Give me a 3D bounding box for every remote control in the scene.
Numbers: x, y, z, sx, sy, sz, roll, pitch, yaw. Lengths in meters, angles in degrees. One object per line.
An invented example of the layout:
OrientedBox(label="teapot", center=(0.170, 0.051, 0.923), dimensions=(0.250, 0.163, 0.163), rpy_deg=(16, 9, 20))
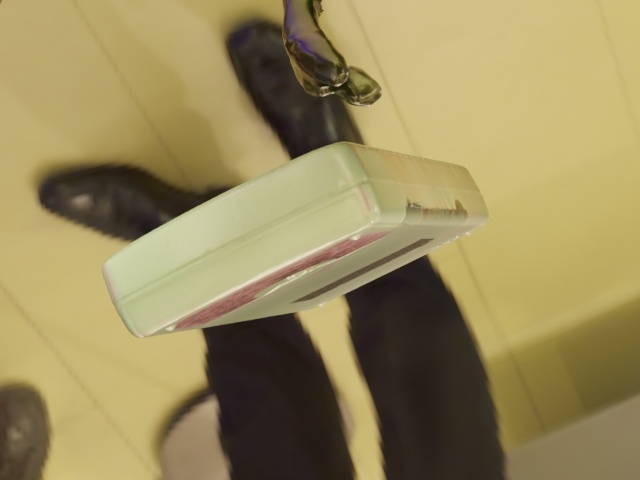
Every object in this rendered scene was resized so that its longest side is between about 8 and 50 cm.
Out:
OrientedBox(label="remote control", center=(0.000, -0.001, 0.993), dimensions=(0.145, 0.050, 0.344), rpy_deg=(-26, 174, 12))

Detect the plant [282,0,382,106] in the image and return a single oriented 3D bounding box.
OrientedBox(label="plant", center=(0.034, -0.240, 0.853), dimensions=(0.333, 0.251, 0.180), rpy_deg=(-42, 117, -16))

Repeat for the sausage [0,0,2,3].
OrientedBox(label="sausage", center=(-0.282, -0.131, 1.236), dimensions=(0.088, 0.088, 0.433), rpy_deg=(28, 87, -41))
